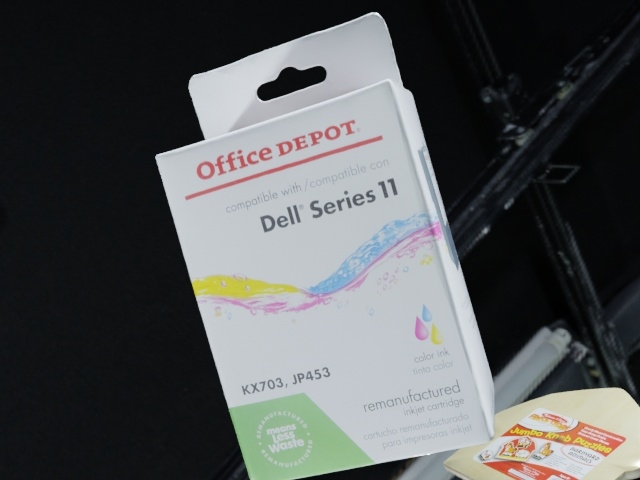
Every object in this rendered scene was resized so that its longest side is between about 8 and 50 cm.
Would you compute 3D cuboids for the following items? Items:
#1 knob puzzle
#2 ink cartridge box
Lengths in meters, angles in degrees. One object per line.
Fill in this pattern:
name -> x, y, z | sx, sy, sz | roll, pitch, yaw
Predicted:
knob puzzle -> 0.252, 0.214, 0.778 | 0.213, 0.213, 0.030 | -29, -74, -25
ink cartridge box -> 0.000, 0.000, 0.627 | 0.207, 0.119, 0.354 | -16, -88, 15
